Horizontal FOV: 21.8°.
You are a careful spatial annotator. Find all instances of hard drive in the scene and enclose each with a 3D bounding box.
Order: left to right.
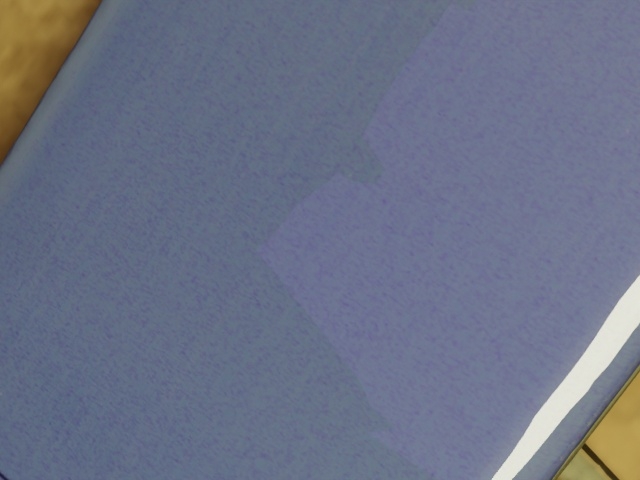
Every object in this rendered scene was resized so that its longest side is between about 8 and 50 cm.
[{"bbox_3d":[0.000,0.000,0.536,0.210,0.040,0.318,39,106,15],"label":"hard drive"}]
